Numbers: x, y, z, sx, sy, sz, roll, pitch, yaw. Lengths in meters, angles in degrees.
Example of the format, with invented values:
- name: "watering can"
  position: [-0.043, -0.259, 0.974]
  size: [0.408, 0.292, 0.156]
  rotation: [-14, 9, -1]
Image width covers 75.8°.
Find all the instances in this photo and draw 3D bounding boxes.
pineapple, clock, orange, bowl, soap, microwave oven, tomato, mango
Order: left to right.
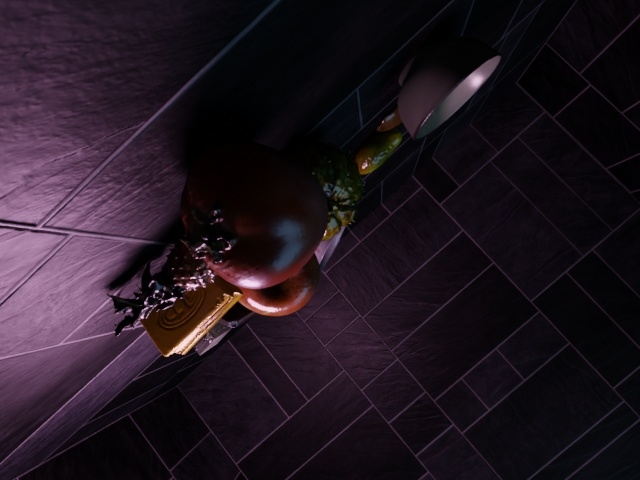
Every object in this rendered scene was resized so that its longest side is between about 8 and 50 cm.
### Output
- name: "pineapple"
  position: [-0.416, 0.116, 1.102]
  size: [0.364, 0.166, 0.165]
  rotation: [-39, 171, -2]
- name: "soap"
  position: [-0.425, 0.206, 1.337]
  size: [0.324, 0.204, 0.096]
  rotation: [-44, 168, 11]
- name: "microwave oven"
  position: [-0.496, 0.342, 1.694]
  size: [0.163, 0.205, 0.129]
  rotation: [-47, 170, 29]
- name: "clock"
  position: [-0.353, 0.216, 1.590]
  size: [0.278, 0.273, 0.049]
  rotation: [-28, 132, -59]
- name: "tomato"
  position: [-0.134, -0.062, 0.887]
  size: [0.321, 0.322, 0.321]
  rotation: [-40, 171, -7]
- name: "orange"
  position: [-0.019, -0.151, 1.236]
  size: [0.299, 0.223, 0.302]
  rotation: [1, 118, -39]
- name: "bowl"
  position: [0.000, 0.000, 2.213]
  size: [0.346, 0.157, 0.345]
  rotation: [-60, 172, -13]
- name: "mango"
  position: [0.229, -0.365, 1.670]
  size: [0.232, 0.111, 0.125]
  rotation: [-39, 180, 20]
- name: "bowl"
  position: [0.376, -0.512, 1.325]
  size: [0.353, 0.185, 0.354]
  rotation: [-40, 171, -7]

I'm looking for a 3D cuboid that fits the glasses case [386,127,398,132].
- name: "glasses case"
  position: [0.303, -0.439, 1.825]
  size: [0.076, 0.049, 0.197]
  rotation: [-40, 172, -4]

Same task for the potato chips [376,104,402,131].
- name: "potato chips"
  position: [0.309, -0.489, 1.619]
  size: [0.201, 0.049, 0.150]
  rotation: [-33, 164, -16]

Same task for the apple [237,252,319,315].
- name: "apple"
  position: [-0.170, 0.104, 1.505]
  size: [0.338, 0.338, 0.305]
  rotation: [-42, -166, 6]
